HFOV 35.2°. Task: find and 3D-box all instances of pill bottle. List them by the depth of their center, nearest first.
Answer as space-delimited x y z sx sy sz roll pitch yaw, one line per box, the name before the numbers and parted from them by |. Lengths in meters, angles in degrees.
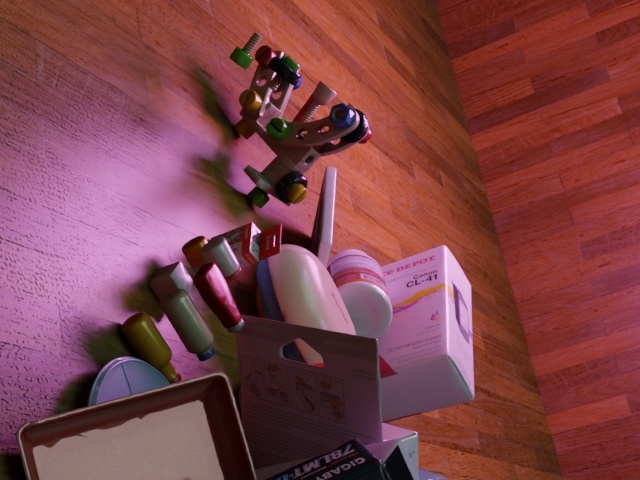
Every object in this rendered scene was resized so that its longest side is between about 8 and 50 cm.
pill bottle | 0.062 0.095 1.843 0.121 0.121 0.216 62 7 -18

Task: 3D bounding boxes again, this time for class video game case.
video game case | 0.000 0.000 1.806 0.201 0.023 0.183 -85 -175 -46

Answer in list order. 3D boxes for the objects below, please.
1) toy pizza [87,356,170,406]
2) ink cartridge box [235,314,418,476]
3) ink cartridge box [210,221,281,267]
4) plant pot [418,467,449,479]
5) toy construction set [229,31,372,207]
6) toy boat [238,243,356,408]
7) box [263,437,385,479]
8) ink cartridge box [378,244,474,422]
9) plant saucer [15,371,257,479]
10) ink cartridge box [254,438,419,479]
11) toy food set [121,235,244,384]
toy pizza | -0.220 0.239 1.210 0.201 0.032 0.201 49 31 -43
ink cartridge box | 0.002 0.233 1.309 0.066 0.296 0.261 -7 98 -40
ink cartridge box | -0.116 0.008 1.541 0.029 0.115 0.063 50 29 -40
plant pot | 0.097 0.464 1.484 0.293 0.235 0.293 48 31 -42
toy construction set | -0.064 -0.184 1.793 0.257 0.237 0.309 38 8 4
toy boat | -0.044 0.156 1.582 0.318 0.148 0.267 -84 152 -61
box | -0.043 0.393 1.036 0.073 0.293 0.295 -144 -143 -64
ink cartridge box | 0.162 0.177 1.897 0.131 0.226 0.306 56 24 -33
plant saucer | -0.185 0.297 1.098 0.258 0.048 0.259 -11 80 -38
ink cartridge box | -0.022 0.346 1.196 0.165 0.332 0.065 64 32 -9
toy food set | -0.165 0.087 1.364 0.104 0.111 0.232 62 25 -21
